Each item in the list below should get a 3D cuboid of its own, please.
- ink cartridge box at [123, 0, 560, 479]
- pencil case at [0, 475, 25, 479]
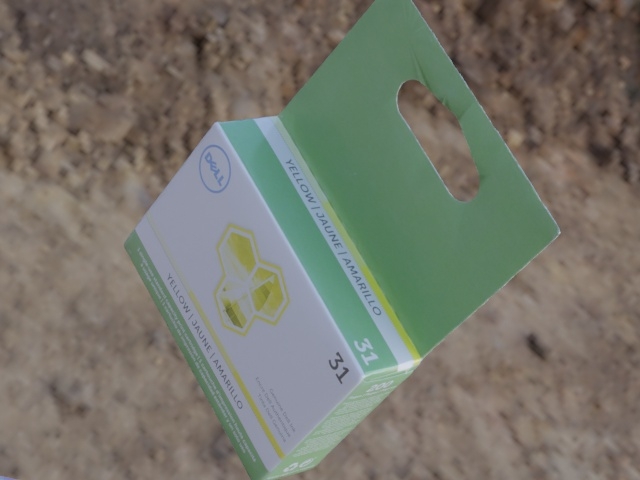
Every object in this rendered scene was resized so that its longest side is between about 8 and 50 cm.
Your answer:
[{"bbox_3d":[0.000,0.000,0.852,0.056,0.235,0.171,-12,63,-42],"label":"ink cartridge box"},{"bbox_3d":[-0.192,0.205,1.019,0.273,0.114,0.124,7,-16,17],"label":"pencil case"}]
